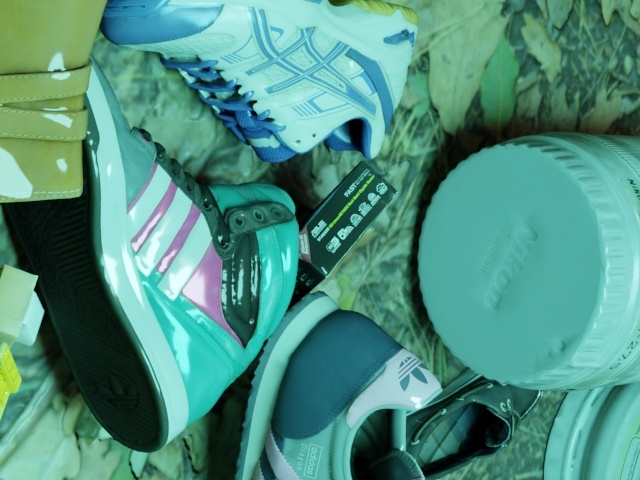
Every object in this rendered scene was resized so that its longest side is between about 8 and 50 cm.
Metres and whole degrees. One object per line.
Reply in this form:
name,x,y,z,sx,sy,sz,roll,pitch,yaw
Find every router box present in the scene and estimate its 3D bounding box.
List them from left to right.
router box,0.000,0.000,1.211,0.038,0.122,0.092,42,65,-2

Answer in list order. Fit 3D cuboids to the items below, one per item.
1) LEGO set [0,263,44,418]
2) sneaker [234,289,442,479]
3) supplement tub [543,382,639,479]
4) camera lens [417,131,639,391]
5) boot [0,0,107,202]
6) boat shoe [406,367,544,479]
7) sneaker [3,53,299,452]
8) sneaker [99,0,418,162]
LEGO set,-0.261,0.154,1.026,0.132,0.107,0.287,1,96,-81
sneaker,0.009,0.197,1.213,0.112,0.131,0.319,-36,145,-43
supplement tub,0.402,0.240,1.529,0.235,0.325,0.235,-14,110,-43
camera lens,0.247,0.017,1.390,0.274,0.219,0.219,-1,101,-45
boot,-0.156,-0.131,0.933,0.283,0.109,0.220,-6,101,-1
boat shoe,0.135,0.162,1.418,0.228,0.076,0.080,-13,109,-43
sneaker,-0.105,-0.024,1.097,0.178,0.124,0.295,-32,114,-44
sneaker,-0.038,-0.120,1.145,0.296,0.112,0.131,3,99,-45
